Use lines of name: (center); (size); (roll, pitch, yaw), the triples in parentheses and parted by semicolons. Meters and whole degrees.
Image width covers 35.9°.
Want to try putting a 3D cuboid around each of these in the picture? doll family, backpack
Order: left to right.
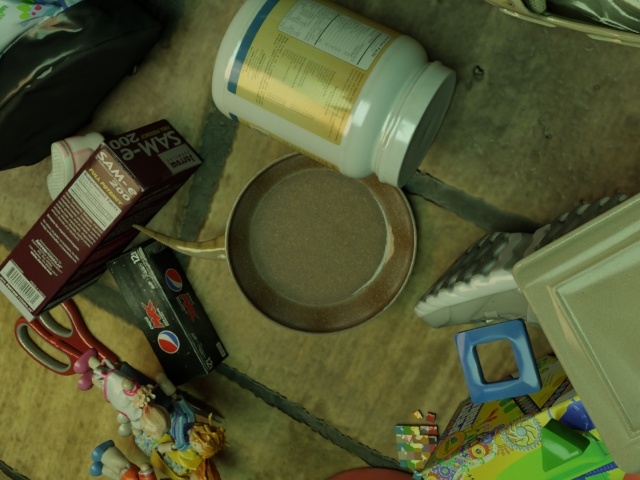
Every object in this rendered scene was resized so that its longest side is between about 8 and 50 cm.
backpack: (-0.386, -0.277, 1.027); (0.290, 0.273, 0.355); (-33, 81, 35)
doll family: (-0.182, 0.222, 1.154); (0.163, 0.118, 0.263); (30, 138, 28)

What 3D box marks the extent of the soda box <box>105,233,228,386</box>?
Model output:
soda box: (-0.179, 0.082, 1.154); (0.060, 0.053, 0.169); (-23, 97, 29)

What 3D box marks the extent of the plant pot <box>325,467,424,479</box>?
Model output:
plant pot: (0.050, 0.426, 1.070); (0.275, 0.243, 0.275); (7, 110, 20)

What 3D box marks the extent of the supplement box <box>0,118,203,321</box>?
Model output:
supplement box: (-0.251, -0.023, 1.105); (0.073, 0.130, 0.239); (48, 118, 2)

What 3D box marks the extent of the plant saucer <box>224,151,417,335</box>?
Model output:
plant saucer: (0.000, 0.000, 1.028); (0.198, 0.036, 0.199); (-1, 103, -4)

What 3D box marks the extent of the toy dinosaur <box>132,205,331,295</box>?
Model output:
toy dinosaur: (-0.085, 0.008, 1.087); (0.211, 0.064, 0.112); (-14, 96, 7)

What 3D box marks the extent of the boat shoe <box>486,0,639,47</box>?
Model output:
boat shoe: (0.192, -0.243, 0.859); (0.302, 0.098, 0.109); (25, 116, 13)

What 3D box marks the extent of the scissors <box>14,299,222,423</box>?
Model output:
scissors: (-0.260, 0.171, 1.241); (0.297, 0.021, 0.109); (35, 116, 7)

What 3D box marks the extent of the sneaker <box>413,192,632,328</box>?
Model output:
sneaker: (0.197, 0.054, 0.920); (0.115, 0.105, 0.281); (54, 146, -10)

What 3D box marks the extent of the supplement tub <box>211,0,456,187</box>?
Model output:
supplement tub: (0.014, -0.147, 0.942); (0.199, 0.144, 0.144); (27, 116, 12)

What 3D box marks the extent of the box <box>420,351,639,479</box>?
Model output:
box: (0.303, 0.243, 0.926); (0.279, 0.177, 0.290); (-34, 90, 26)

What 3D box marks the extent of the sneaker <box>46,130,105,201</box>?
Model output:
sneaker: (-0.275, -0.079, 1.144); (0.051, 0.070, 0.134); (54, 150, 15)

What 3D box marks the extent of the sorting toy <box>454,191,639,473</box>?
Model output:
sorting toy: (0.275, 0.062, 0.774); (0.347, 0.047, 0.196); (-33, 81, 27)

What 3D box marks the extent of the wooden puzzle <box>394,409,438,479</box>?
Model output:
wooden puzzle: (0.109, 0.230, 1.105); (0.049, 0.006, 0.083); (-4, 98, 27)
